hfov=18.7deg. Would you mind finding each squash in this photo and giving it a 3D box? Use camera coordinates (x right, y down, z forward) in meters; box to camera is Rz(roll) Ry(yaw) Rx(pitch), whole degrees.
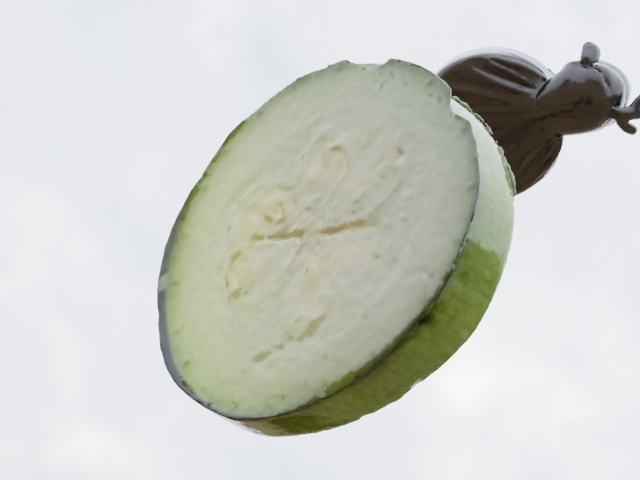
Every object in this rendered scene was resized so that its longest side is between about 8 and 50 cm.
[{"bbox_3d":[0.003,0.002,1.048,0.219,0.219,0.041,-11,-33,38],"label":"squash"}]

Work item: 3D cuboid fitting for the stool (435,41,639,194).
[{"bbox_3d":[0.172,-0.110,1.632,0.217,0.121,0.125,-17,-83,21],"label":"stool"}]
